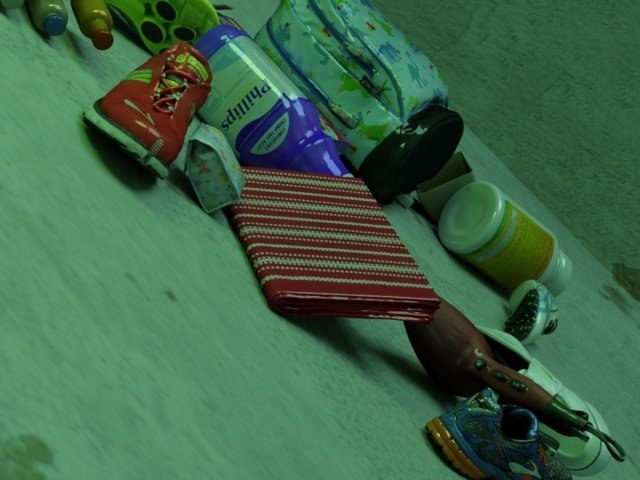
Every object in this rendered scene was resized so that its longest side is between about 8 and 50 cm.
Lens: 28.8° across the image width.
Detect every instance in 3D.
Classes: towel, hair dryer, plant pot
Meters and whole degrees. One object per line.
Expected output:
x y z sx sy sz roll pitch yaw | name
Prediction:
0.000 0.000 1.389 0.198 0.031 0.275 5 31 -23 | towel
0.204 0.145 1.411 0.293 0.080 0.223 37 -20 -5 | hair dryer
0.231 -0.082 2.244 0.109 0.109 0.096 -104 169 -66 | plant pot

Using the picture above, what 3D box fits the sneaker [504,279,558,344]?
0.352 0.124 2.031 0.086 0.085 0.237 39 15 1 | sneaker

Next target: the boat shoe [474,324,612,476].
0.259 0.199 1.574 0.084 0.095 0.258 28 10 -45 | boat shoe

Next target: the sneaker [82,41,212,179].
-0.170 -0.155 1.322 0.107 0.118 0.279 39 15 -15 | sneaker

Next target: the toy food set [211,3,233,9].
-0.219 -0.379 1.857 0.132 0.039 0.192 5 1 20 | toy food set

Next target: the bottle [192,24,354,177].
-0.064 -0.146 1.594 0.283 0.118 0.092 49 14 15 | bottle

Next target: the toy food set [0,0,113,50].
-0.309 -0.310 1.366 0.104 0.111 0.232 -120 -170 -47 | toy food set

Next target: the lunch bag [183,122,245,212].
-0.120 -0.081 1.355 0.071 0.053 0.083 -85 154 -71 | lunch bag

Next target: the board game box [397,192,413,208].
0.124 -0.101 2.175 0.090 0.020 0.090 42 13 -8 | board game box

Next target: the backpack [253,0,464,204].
0.053 -0.261 2.047 0.355 0.273 0.290 34 24 17 | backpack

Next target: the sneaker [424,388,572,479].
0.212 0.227 1.347 0.221 0.087 0.083 31 20 -41 | sneaker

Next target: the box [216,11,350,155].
-0.100 -0.234 1.863 0.293 0.057 0.201 48 16 16 | box

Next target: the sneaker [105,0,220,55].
-0.249 -0.344 1.662 0.295 0.109 0.123 33 22 -36 | sneaker

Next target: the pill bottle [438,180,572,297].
0.332 0.010 2.193 0.245 0.136 0.136 34 17 -35 | pill bottle
